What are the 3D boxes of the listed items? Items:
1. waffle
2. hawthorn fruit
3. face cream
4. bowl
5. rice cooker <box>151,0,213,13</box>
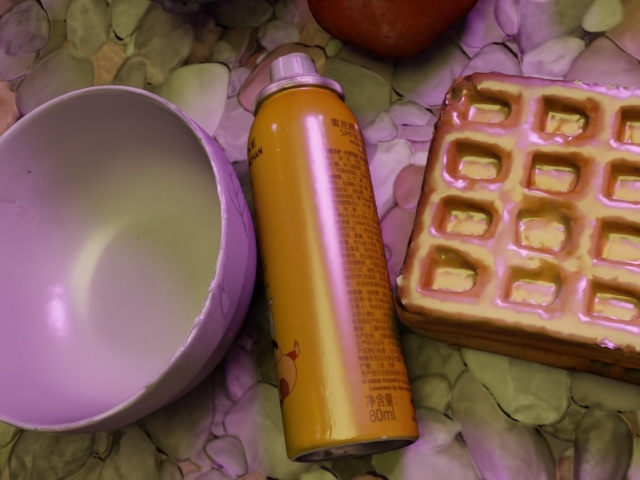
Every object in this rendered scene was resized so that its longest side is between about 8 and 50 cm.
[{"bbox_3d":[0.233,-0.003,0.613,0.328,0.098,0.224,10,77,20],"label":"waffle"},{"bbox_3d":[0.053,-0.254,0.697,0.163,0.203,0.162,-8,67,18],"label":"hawthorn fruit"},{"bbox_3d":[0.000,0.000,0.685,0.105,0.105,0.348,-14,69,14],"label":"face cream"},{"bbox_3d":[-0.172,0.026,0.707,0.287,0.144,0.287,-8,70,23],"label":"bowl"},{"bbox_3d":[-0.122,-0.361,0.763,0.241,0.280,0.227,-23,83,13],"label":"rice cooker"}]
